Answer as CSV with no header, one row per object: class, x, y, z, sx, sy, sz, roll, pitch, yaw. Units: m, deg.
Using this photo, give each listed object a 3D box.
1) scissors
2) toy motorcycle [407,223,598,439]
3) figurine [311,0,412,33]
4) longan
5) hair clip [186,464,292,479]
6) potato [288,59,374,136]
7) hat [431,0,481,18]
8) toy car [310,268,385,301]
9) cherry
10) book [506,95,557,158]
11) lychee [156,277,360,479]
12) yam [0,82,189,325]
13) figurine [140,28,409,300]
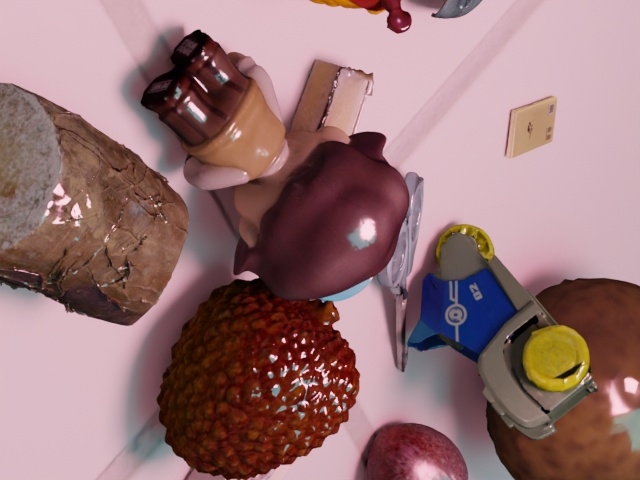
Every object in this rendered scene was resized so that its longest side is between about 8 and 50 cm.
scissors,0.121,0.070,2.125,0.191,0.029,0.360,-65,158,-44
toy motorcycle,0.249,0.142,2.156,0.200,0.326,0.191,-41,161,0
figurine,0.047,-0.404,1.667,0.320,0.196,0.323,-1,100,-56
longan,0.447,0.253,2.391,0.391,0.391,0.391,-27,129,-39
hair clip,-0.117,0.319,1.967,0.331,0.085,0.101,-53,140,-5
potato,0.014,-0.169,1.870,0.086,0.061,0.122,12,98,-52
hat,0.178,-0.365,1.950,0.191,0.078,0.138,-29,141,-62
toy car,0.000,0.000,1.946,0.126,0.098,0.161,-25,100,-12
cherry,0.151,0.366,2.265,0.176,0.140,0.176,-13,114,-30
book,0.329,-0.178,2.278,0.111,0.014,0.077,-22,124,-42
lychee,-0.080,0.173,1.820,0.271,0.236,0.236,-41,140,-1
yam,-0.267,-0.022,1.521,0.202,0.201,0.271,-61,149,-4
figurine,-0.064,-0.076,1.737,0.365,0.206,0.218,38,58,-17
